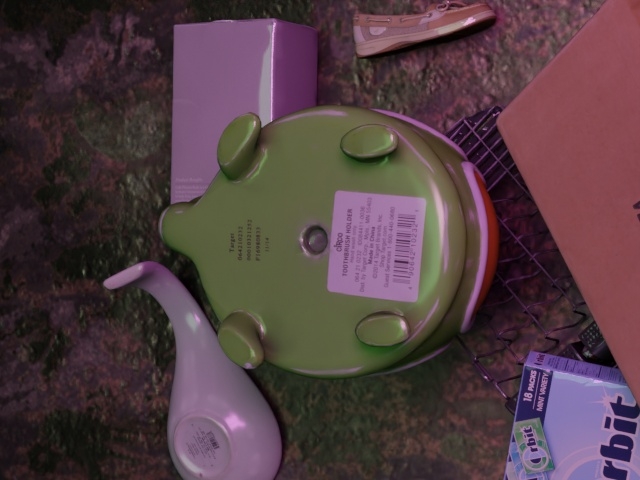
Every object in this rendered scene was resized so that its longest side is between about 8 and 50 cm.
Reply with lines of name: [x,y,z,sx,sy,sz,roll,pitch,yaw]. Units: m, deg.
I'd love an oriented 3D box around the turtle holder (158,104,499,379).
turtle holder: [0.011,0.015,1.410,0.320,0.227,0.243,-28,76,27]

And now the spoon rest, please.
spoon rest: [-0.131,0.148,1.663,0.137,0.084,0.276,-24,92,28]

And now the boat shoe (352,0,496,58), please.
boat shoe: [0.099,-0.215,1.537,0.153,0.056,0.048,-10,90,36]

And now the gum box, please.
gum box: [0.263,0.195,1.409,0.184,0.041,0.156,12,107,13]

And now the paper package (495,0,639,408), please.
paper package: [0.340,-0.052,1.264,0.309,0.168,0.324,-48,60,48]

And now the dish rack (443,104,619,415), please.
dish rack: [0.186,0.018,1.480,0.208,0.074,0.271,-46,68,20]

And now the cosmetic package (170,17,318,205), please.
cosmetic package: [-0.078,-0.104,1.610,0.127,0.107,0.237,3,89,28]
